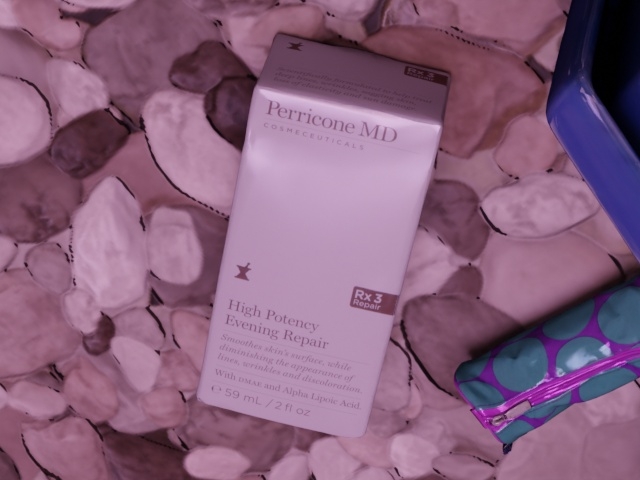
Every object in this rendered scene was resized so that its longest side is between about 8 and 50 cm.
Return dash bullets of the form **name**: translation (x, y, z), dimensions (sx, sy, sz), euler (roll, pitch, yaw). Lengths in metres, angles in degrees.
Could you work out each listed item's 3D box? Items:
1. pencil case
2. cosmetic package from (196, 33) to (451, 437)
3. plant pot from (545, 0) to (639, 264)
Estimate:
- **pencil case**: translation (0.164, 0.076, 1.121), dimensions (0.151, 0.070, 0.064), euler (-29, 110, 21)
- **cosmetic package**: translation (0.000, 0.000, 1.099), dimensions (0.117, 0.085, 0.231), euler (12, 120, 2)
- **plant pot**: translation (0.257, -0.080, 0.936), dimensions (0.212, 0.236, 0.236), euler (-26, 112, 27)
